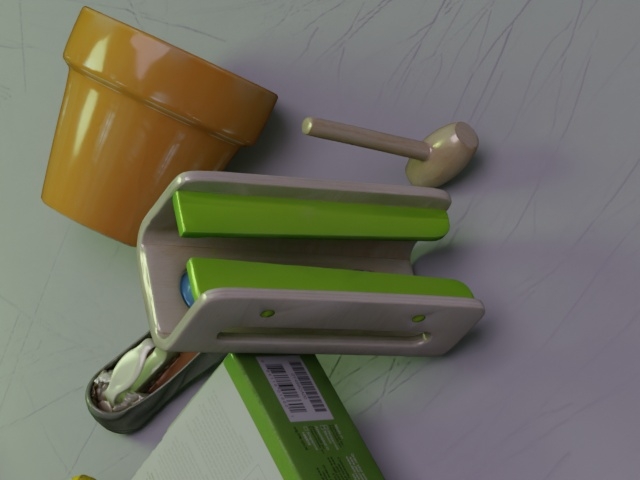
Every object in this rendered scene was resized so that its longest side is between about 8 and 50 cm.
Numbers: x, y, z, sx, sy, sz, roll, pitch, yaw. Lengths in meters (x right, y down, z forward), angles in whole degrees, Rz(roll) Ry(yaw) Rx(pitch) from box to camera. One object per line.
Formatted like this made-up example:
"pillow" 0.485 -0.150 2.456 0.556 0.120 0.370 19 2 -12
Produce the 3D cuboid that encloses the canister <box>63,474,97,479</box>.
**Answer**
"canister" -0.273 0.291 1.528 0.170 0.073 0.126 -19 66 14

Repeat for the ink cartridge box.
"ink cartridge box" -0.070 0.244 1.482 0.255 0.097 0.188 -51 55 33

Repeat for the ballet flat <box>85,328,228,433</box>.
"ballet flat" -0.132 0.096 1.575 0.213 0.068 0.072 -44 61 -4

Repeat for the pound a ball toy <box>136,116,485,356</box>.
"pound a ball toy" 0.000 0.000 1.484 0.136 0.319 0.208 -49 47 47

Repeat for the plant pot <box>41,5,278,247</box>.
"plant pot" -0.171 -0.097 1.616 0.205 0.205 0.188 26 94 27
